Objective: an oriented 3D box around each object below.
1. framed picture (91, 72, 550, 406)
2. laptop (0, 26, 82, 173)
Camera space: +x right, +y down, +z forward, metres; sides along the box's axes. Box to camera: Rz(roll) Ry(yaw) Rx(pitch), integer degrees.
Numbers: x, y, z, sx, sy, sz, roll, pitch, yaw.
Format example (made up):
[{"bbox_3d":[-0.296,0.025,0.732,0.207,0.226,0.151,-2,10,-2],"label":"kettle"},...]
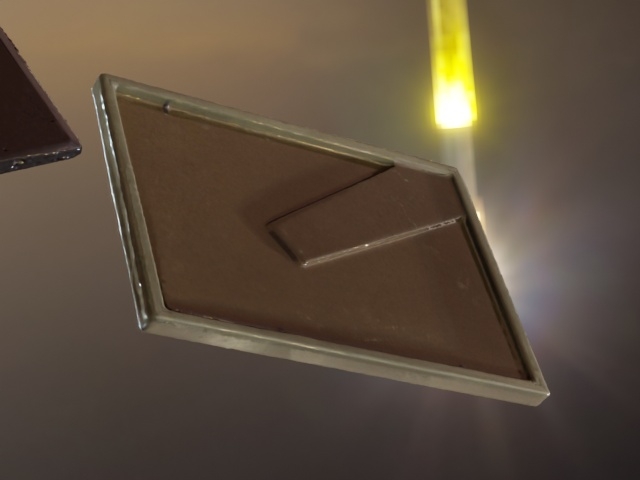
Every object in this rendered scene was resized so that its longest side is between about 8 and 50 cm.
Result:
[{"bbox_3d":[0.000,0.000,1.220,0.324,0.020,0.240,13,-140,-31],"label":"framed picture"},{"bbox_3d":[-0.245,-0.107,1.064,0.135,0.016,0.197,-15,-127,-32],"label":"laptop"}]
